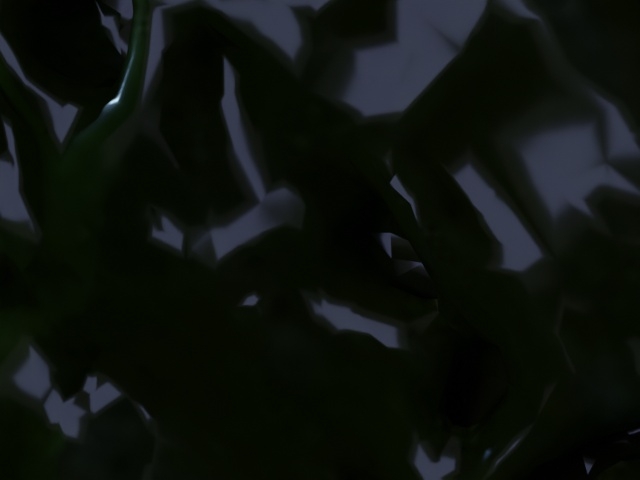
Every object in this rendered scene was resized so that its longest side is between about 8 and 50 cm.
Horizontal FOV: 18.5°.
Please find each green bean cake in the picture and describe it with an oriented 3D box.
[{"bbox_3d":[0.000,0.000,0.417,0.247,0.156,0.250,51,121,13],"label":"green bean cake"}]
